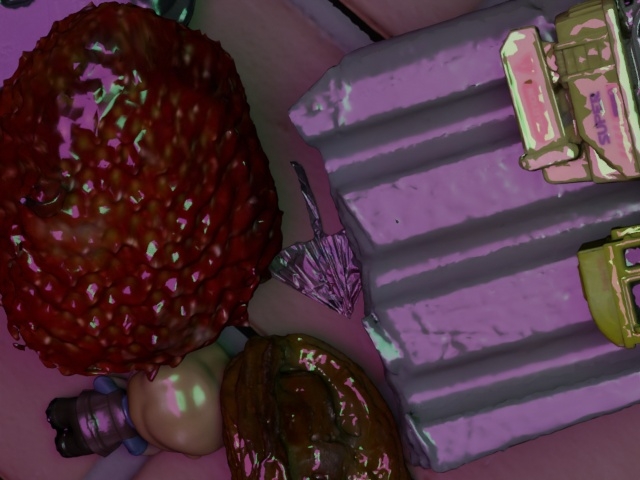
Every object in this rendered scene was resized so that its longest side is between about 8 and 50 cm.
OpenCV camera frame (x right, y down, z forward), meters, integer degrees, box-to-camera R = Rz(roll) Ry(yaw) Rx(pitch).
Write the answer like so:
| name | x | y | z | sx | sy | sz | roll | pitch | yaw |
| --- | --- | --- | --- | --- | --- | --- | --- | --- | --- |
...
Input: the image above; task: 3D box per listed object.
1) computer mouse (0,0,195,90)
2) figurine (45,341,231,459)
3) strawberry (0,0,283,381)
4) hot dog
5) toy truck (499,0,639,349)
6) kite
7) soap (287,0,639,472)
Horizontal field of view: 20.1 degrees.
| name | x | y | z | sx | sy | sz | roll | pitch | yaw |
| --- | --- | --- | --- | --- | --- | --- | --- | --- | --- |
| computer mouse | -0.221 | -0.233 | 1.651 | 0.379 | 0.090 | 0.167 | -9 | 100 | 7 |
| figurine | -0.163 | 0.158 | 1.685 | 0.196 | 0.108 | 0.114 | -21 | 81 | 31 |
| strawberry | -0.182 | -0.039 | 1.527 | 0.292 | 0.343 | 0.292 | -4 | 64 | 9 |
| hot dog | -0.008 | 0.211 | 1.618 | 0.175 | 0.114 | 0.259 | -12 | 98 | -31 |
| toy truck | 0.230 | -0.053 | 1.336 | 0.157 | 0.124 | 0.272 | -13 | 92 | 12 |
| kite | 0.000 | 0.000 | 1.666 | 0.139 | 0.011 | 0.157 | -17 | 93 | 12 |
| soap | 0.239 | -0.044 | 1.504 | 0.435 | 0.213 | 0.350 | -19 | 90 | 14 |
